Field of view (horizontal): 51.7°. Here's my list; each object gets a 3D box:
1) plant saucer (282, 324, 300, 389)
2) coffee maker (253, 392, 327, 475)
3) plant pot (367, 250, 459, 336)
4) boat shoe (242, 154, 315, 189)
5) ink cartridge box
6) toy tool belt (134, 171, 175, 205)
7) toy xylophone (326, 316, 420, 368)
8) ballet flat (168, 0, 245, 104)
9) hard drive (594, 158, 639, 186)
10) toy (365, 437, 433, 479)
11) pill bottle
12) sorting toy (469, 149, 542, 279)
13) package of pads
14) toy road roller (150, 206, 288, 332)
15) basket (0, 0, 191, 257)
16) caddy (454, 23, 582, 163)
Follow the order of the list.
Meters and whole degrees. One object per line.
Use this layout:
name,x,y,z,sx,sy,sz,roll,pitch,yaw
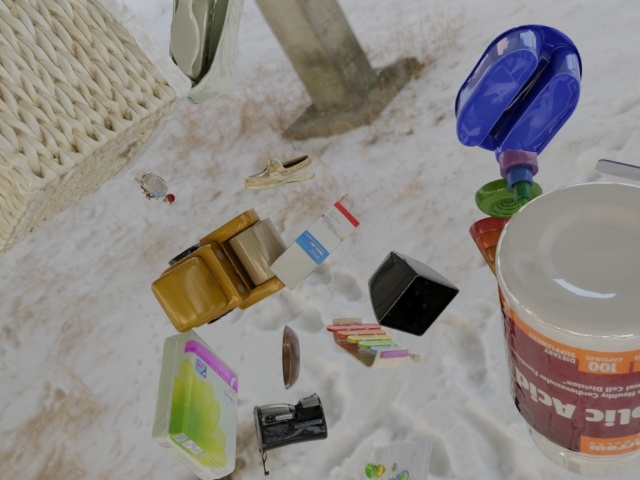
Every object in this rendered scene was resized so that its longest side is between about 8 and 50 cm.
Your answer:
plant saucer,-0.090,0.360,2.038,0.036,0.198,0.198,1,26,-10
coffee maker,-0.077,0.503,1.742,0.178,0.171,0.120,-7,8,-14
plant pot,0.246,0.137,1.898,0.188,0.187,0.167,-53,41,20
boat shoe,-0.096,-0.156,1.480,0.170,0.059,0.063,-15,26,-21
ink cartridge box,0.000,0.000,1.515,0.231,0.078,0.134,-43,-1,-43
toy tool belt,-0.355,-0.109,1.415,0.051,0.083,0.052,-4,52,36
toy xylophone,0.176,0.331,2.130,0.236,0.081,0.323,0,13,-36
ballet flat,-0.189,-0.421,1.082,0.139,0.400,0.139,8,17,-2
hard drive,0.894,-0.120,1.740,0.210,0.319,0.040,28,94,53
toy,0.217,0.633,1.879,0.056,0.237,0.137,13,96,48
pill bottle,0.348,0.135,0.842,0.224,0.392,0.224,-11,47,11
sorting toy,0.364,-0.027,1.277,0.127,0.365,0.126,-1,64,6
package of pads,-0.292,0.396,1.589,0.101,0.229,0.296,-21,40,15
toy road roller,-0.245,0.090,1.573,0.329,0.202,0.240,-30,4,24
basket,-0.412,-0.201,0.874,0.266,0.331,0.328,-46,11,-35
caddy,0.468,-0.344,1.585,0.341,0.241,0.179,-58,5,37
